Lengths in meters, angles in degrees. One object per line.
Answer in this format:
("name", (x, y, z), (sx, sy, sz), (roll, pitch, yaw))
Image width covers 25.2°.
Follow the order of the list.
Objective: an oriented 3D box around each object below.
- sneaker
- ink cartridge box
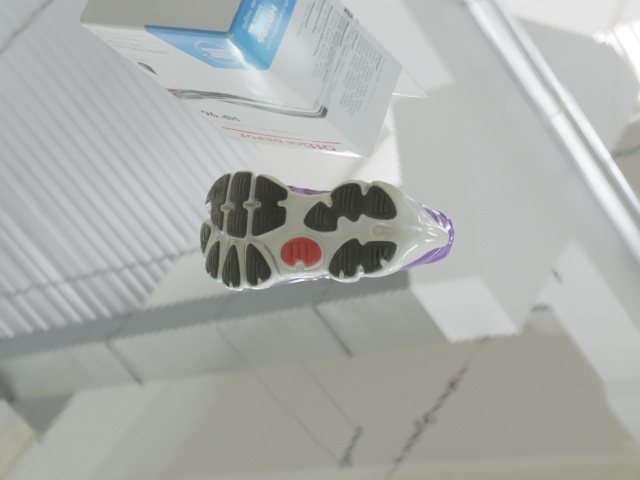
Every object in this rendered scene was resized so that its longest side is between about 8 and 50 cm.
("sneaker", (0.000, 0.000, 0.808), (0.170, 0.071, 0.068), (6, -92, 40))
("ink cartridge box", (-0.013, -0.045, 0.359), (0.048, 0.083, 0.028), (11, -105, 36))
